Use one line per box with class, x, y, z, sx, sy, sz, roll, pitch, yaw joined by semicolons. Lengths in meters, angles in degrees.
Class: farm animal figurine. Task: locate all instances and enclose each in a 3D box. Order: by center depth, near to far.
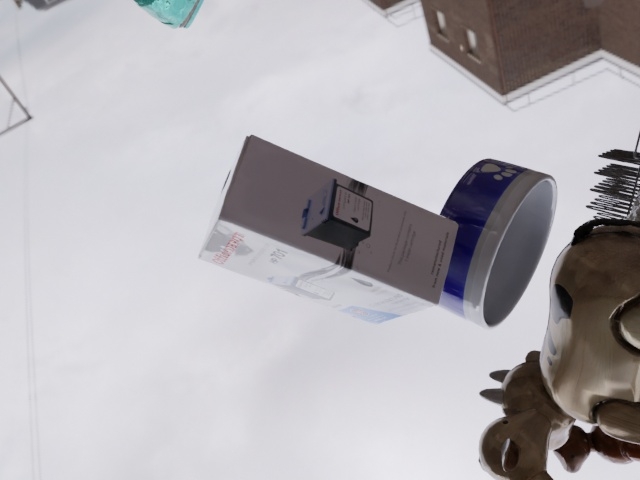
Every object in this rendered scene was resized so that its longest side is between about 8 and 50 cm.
farm animal figurine;0.207;0.129;0.472;0.172;0.327;0.330;16;-159;24

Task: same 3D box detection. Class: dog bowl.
dog bowl;0.278;0.005;0.994;0.104;0.265;0.265;25;-121;32

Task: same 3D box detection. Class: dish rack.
dish rack;0.411;-0.064;0.842;0.074;0.272;0.208;17;-161;28

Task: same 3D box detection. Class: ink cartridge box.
ink cartridge box;0.000;0.000;0.542;0.139;0.190;0.082;140;-32;-67

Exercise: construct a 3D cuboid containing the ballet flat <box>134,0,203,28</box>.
ballet flat;-0.113;-0.296;0.566;0.247;0.087;0.083;-36;-128;42
